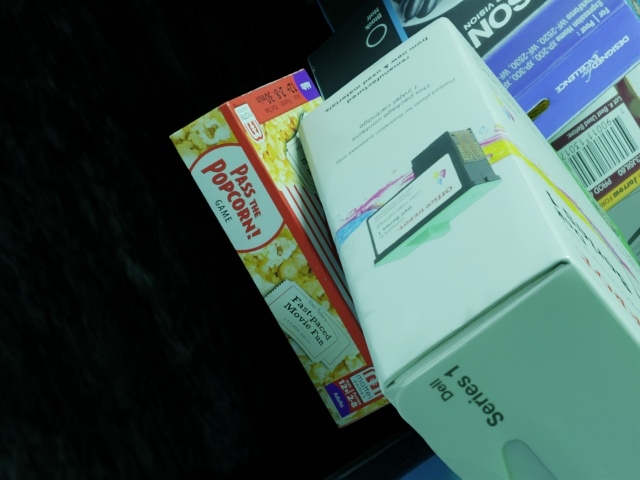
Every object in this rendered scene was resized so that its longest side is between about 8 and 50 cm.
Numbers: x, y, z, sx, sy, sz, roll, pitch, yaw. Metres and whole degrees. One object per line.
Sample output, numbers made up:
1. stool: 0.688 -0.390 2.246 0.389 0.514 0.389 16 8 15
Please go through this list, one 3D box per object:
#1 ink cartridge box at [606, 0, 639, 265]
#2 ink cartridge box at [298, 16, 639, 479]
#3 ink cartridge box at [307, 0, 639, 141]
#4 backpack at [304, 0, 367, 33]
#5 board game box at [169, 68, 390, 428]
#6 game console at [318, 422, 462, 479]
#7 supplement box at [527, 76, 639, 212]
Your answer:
1. ink cartridge box: 0.304 -0.086 1.859 0.307 0.129 0.223 41 28 -41
2. ink cartridge box: 0.107 0.033 1.090 0.201 0.117 0.278 47 13 -30
3. ink cartridge box: 0.095 -0.122 1.288 0.045 0.206 0.208 36 20 -36
4. backpack: 0.045 -0.185 1.467 0.105 0.084 0.114 56 19 -18
5. board game box: 0.000 0.000 1.185 0.193 0.045 0.147 60 21 -3
6. game console: 0.143 0.195 1.086 0.250 0.173 0.293 62 21 4
7. supplement box: 0.140 -0.054 1.359 0.081 0.104 0.188 58 -19 -9
